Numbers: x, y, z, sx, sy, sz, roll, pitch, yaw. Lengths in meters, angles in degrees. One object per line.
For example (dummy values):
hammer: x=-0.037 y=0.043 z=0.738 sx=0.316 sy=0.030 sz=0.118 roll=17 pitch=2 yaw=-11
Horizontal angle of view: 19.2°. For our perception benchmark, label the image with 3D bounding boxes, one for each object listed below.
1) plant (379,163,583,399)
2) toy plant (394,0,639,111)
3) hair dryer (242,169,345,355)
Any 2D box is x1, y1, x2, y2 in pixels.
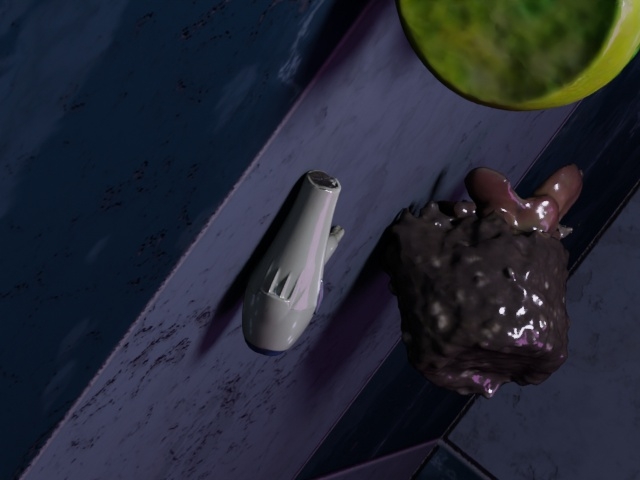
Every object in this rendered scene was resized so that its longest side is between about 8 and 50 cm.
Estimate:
plant: x=0.167 y=0.035 z=1.945 sx=0.178 sy=0.204 sz=0.234 roll=35 pitch=49 yaw=-61
toy plant: x=0.173 y=-0.213 z=1.398 sx=0.316 sy=0.184 sz=0.224 roll=-49 pitch=153 yaw=-62
hair dryer: x=0.002 y=-0.010 z=1.611 sx=0.199 sy=0.067 sz=0.167 roll=-53 pitch=166 yaw=-48
